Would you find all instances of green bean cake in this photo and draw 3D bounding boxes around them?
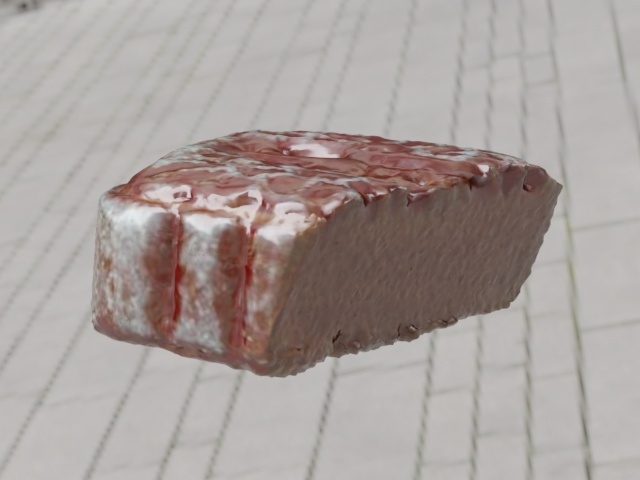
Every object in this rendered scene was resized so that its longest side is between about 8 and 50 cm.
[{"bbox_3d":[0.000,0.000,0.970,0.199,0.097,0.233,10,15,23],"label":"green bean cake"}]
